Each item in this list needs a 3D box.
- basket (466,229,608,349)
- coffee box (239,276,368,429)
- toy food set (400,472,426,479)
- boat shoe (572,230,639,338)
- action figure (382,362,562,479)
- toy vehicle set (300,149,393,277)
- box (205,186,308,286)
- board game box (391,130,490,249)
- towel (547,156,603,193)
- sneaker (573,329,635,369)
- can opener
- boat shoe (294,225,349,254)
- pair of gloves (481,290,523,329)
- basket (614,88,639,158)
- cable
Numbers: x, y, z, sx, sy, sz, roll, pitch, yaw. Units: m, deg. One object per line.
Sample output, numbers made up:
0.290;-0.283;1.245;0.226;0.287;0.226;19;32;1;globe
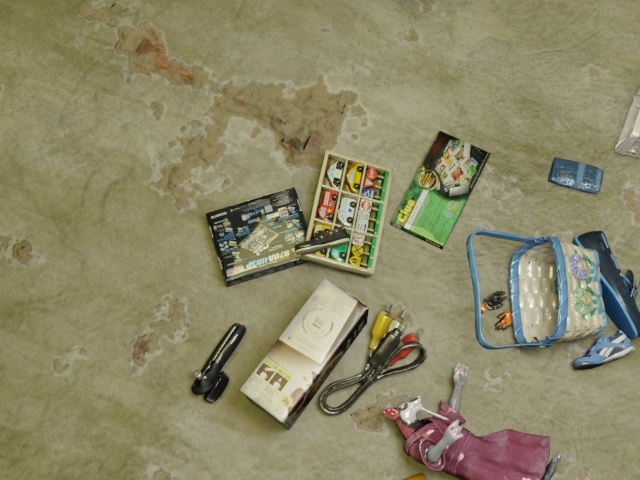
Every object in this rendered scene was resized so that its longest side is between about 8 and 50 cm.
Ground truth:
0.452;0.104;1.846;0.288;0.201;0.255;1;73;-14;basket
-0.029;0.244;1.850;0.119;0.168;0.297;34;77;12;coffee box
0.202;0.598;1.758;0.104;0.111;0.232;-19;71;-2;toy food set
0.653;0.087;1.905;0.089;0.109;0.258;-23;75;-8;boat shoe
0.293;0.442;1.802;0.370;0.248;0.276;22;117;22;action figure
0.063;-0.062;1.983;0.166;0.035;0.267;14;69;-7;toy vehicle set
-0.137;-0.009;1.995;0.220;0.051;0.175;-18;73;-3;box
0.281;-0.120;2.026;0.136;0.030;0.260;27;75;8;board game box
0.596;-0.152;2.022;0.119;0.029;0.067;15;73;7;towel
0.609;0.240;1.886;0.144;0.053;0.059;-18;73;-12;sneaker
-0.224;0.264;1.919;0.059;0.073;0.186;7;64;46;can opener
-0.001;0.001;1.900;0.133;0.049;0.042;-16;79;-24;boat shoe
0.402;0.156;1.941;0.074;0.010;0.083;-36;73;-14;pair of gloves
0.771;-0.275;2.012;0.103;0.113;0.167;23;75;5;basket
0.121;0.281;1.907;0.139;0.072;0.287;39;90;-4;cable
